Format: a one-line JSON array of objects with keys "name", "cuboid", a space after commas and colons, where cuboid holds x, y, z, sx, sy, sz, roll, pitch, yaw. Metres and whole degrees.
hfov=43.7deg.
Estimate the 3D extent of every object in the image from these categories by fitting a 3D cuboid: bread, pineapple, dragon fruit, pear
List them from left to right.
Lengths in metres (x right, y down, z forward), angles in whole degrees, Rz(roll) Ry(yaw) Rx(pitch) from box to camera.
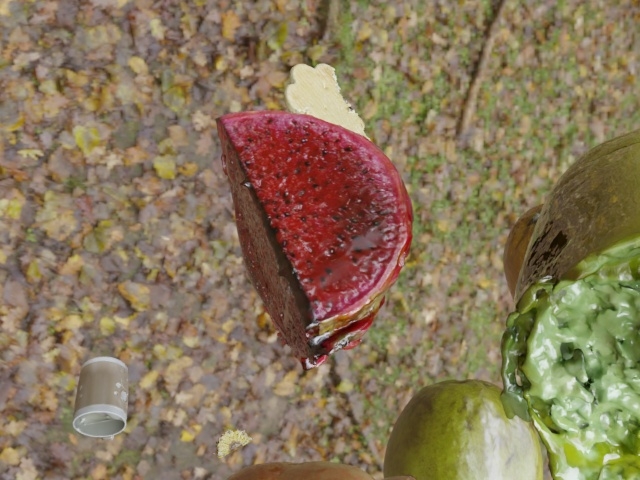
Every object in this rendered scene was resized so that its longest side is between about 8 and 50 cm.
[{"name": "pineapple", "cuboid": [-0.178, 0.399, 1.588, 0.083, 0.045, 0.019, -26, 154, -28]}, {"name": "dragon fruit", "cuboid": [0.000, 0.000, 0.737, 0.163, 0.189, 0.261, 43, 21, -54]}, {"name": "bread", "cuboid": [0.004, -0.287, 1.790, 0.182, 0.039, 0.250, -16, 74, -36]}, {"name": "pear", "cuboid": [0.297, 0.484, 1.685, 0.352, 0.352, 0.413, -9, 101, -44]}, {"name": "bread", "cuboid": [0.275, 0.052, 0.679, 0.376, 0.209, 0.251, -51, 128, -59]}]

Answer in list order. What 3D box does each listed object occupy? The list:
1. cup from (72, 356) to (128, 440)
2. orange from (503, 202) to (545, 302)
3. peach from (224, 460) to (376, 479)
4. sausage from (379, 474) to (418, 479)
[{"name": "cup", "cuboid": [-0.313, 0.234, 1.176, 0.102, 0.074, 0.099, 56, 19, -45]}, {"name": "orange", "cuboid": [0.419, 0.047, 1.274, 0.264, 0.264, 0.264, -8, 102, -44]}, {"name": "peach", "cuboid": [-0.023, 0.367, 0.903, 0.253, 0.253, 0.252, -8, 102, -44]}, {"name": "sausage", "cuboid": [0.059, 0.466, 1.292, 0.253, 0.123, 0.123, -23, 120, 5]}]
